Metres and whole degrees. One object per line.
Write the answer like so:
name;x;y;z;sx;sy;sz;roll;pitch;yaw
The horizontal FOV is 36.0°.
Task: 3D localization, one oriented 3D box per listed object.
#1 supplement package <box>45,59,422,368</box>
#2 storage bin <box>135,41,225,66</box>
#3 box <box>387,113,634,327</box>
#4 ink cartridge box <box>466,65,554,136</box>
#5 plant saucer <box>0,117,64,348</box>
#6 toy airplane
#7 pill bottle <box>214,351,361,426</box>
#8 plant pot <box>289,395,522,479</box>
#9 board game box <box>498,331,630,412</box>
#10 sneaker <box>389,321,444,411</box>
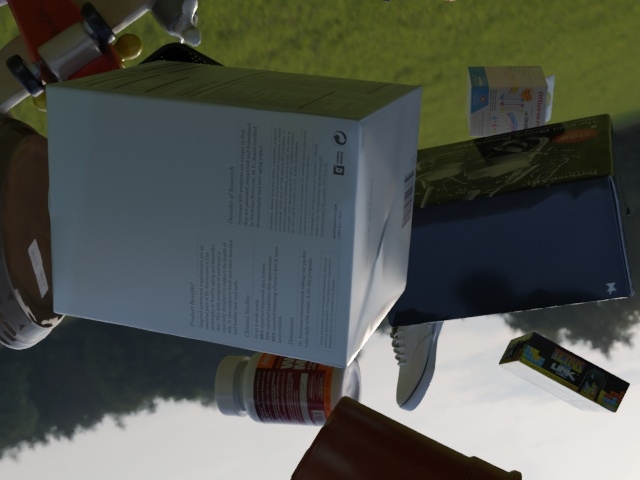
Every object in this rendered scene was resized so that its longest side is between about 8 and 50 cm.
supplement package;-0.068;-0.038;0.850;0.263;0.199;0.198;9;-161;17
storage bin;-0.141;-0.129;1.092;0.180;0.084;0.122;33;-116;34
box;0.272;-0.036;1.454;0.343;0.178;0.312;-10;-160;19
ink cartridge box;0.319;-0.233;1.644;0.143;0.092;0.090;-1;-148;5
plant saucer;-0.348;-0.009;1.180;0.041;0.277;0.278;-2;-178;7
toy airplane;-0.369;-0.280;1.455;0.386;0.384;0.272;-1;147;25
pill bottle;-0.053;0.241;1.608;0.221;0.121;0.121;-1;-174;20
plant pot;0.092;0.366;1.353;0.272;0.265;0.272;-58;172;-12
board game box;0.327;0.181;1.343;0.048;0.141;0.170;-60;175;-8
sneaker;0.177;0.205;1.945;0.091;0.258;0.094;21;160;-19
